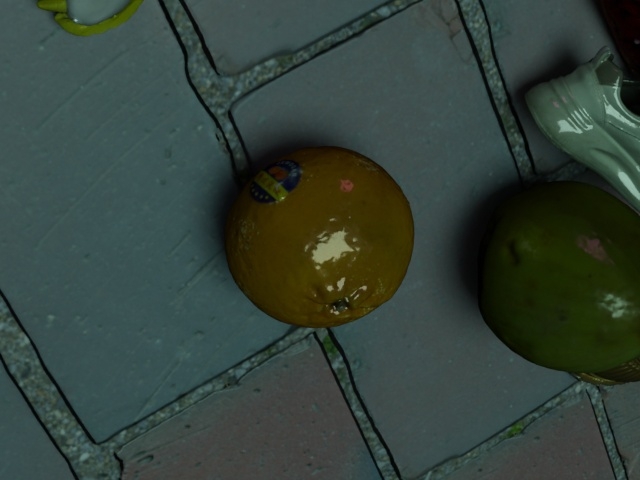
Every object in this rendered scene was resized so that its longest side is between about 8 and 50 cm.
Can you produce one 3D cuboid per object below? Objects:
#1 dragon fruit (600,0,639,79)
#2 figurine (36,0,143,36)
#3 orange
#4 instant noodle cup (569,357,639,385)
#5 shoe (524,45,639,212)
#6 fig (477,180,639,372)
[{"bbox_3d":[0.548,-0.290,1.478,0.330,0.240,0.302,-35,138,1],"label":"dragon fruit"},{"bbox_3d":[-0.206,-0.276,1.222,0.178,0.109,0.129,-24,142,-10],"label":"figurine"},{"bbox_3d":[0.001,-0.002,1.382,0.219,0.193,0.219,-24,134,-27],"label":"orange"},{"bbox_3d":[0.465,0.108,1.701,0.274,0.091,0.273,-10,116,-22],"label":"instant noodle cup"},{"bbox_3d":[0.414,-0.141,1.521,0.316,0.124,0.159,27,122,-28],"label":"shoe"},{"bbox_3d":[0.327,0.050,1.504,0.239,0.271,0.239,-13,111,-37],"label":"fig"}]
